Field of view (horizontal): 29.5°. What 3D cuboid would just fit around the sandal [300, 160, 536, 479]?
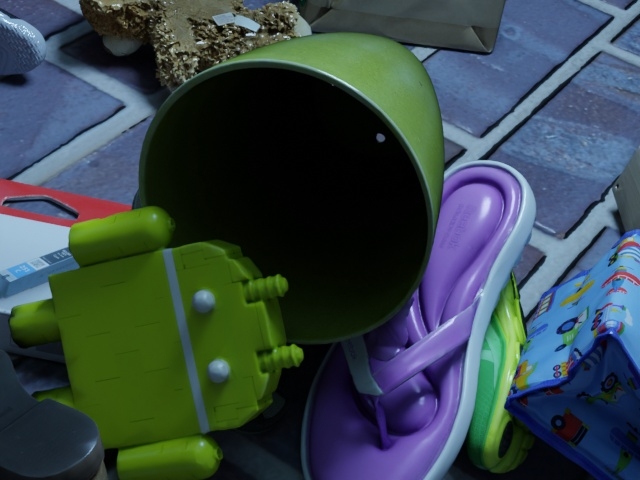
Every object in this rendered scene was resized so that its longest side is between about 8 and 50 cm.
[{"bbox_3d":[0.081,0.073,1.174,0.169,0.102,0.416,5,55,32],"label":"sandal"}]

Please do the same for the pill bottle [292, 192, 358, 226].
[{"bbox_3d":[0.000,0.000,1.323,0.186,0.112,0.112,2,41,-10],"label":"pill bottle"}]

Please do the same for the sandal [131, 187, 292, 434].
[{"bbox_3d":[-0.122,0.061,1.225,0.120,0.086,0.303,-6,65,-29],"label":"sandal"}]

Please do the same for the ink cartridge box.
[{"bbox_3d":[-0.321,0.002,1.279,0.296,0.066,0.261,11,41,-1],"label":"ink cartridge box"}]

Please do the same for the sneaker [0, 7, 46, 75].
[{"bbox_3d":[-0.454,-0.310,1.582,0.268,0.101,0.153,18,43,12],"label":"sneaker"}]

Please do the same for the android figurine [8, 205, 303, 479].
[{"bbox_3d":[-0.147,0.095,1.087,0.272,0.248,0.056,-10,0,18],"label":"android figurine"}]

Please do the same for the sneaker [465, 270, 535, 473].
[{"bbox_3d":[0.153,0.117,1.250,0.123,0.109,0.296,-17,45,15],"label":"sneaker"}]

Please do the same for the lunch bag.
[{"bbox_3d":[0.337,0.172,1.165,0.293,0.138,0.221,46,31,-6],"label":"lunch bag"}]

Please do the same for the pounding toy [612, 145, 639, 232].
[{"bbox_3d":[0.469,0.000,1.458,0.181,0.094,0.206,6,49,-14],"label":"pounding toy"}]

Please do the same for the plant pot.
[{"bbox_3d":[0.010,-0.093,1.180,0.274,0.275,0.293,20,32,9],"label":"plant pot"}]

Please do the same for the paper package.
[{"bbox_3d":[0.122,-0.451,1.838,0.309,0.168,0.325,5,41,-6],"label":"paper package"}]

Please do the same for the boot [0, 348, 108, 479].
[{"bbox_3d":[-0.289,0.177,1.068,0.112,0.115,0.305,-33,39,-31],"label":"boot"}]

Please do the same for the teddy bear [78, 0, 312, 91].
[{"bbox_3d":[-0.160,-0.272,1.627,0.337,0.113,0.245,2,47,-23],"label":"teddy bear"}]
